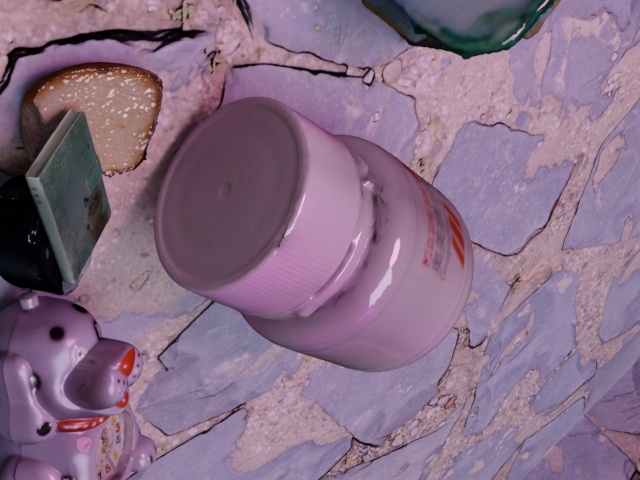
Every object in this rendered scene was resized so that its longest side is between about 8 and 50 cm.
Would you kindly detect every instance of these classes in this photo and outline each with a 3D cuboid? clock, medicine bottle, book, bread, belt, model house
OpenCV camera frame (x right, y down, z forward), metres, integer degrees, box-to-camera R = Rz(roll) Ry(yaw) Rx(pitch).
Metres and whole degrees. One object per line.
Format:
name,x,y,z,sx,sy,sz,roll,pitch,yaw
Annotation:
clock,-0.281,0.168,0.820,0.189,0.189,0.254,-16,123,-34
medicine bottle,0.000,0.000,0.859,0.325,0.256,0.256,29,99,-47
book,-0.227,-0.042,0.698,0.135,0.017,0.103,91,10,-46
bread,-0.222,-0.118,0.727,0.129,0.044,0.126,-11,135,-41
belt,-0.268,-0.005,0.726,0.140,0.058,0.105,85,16,-58
model house,0.188,-0.317,0.841,0.280,0.230,0.249,-49,165,3
